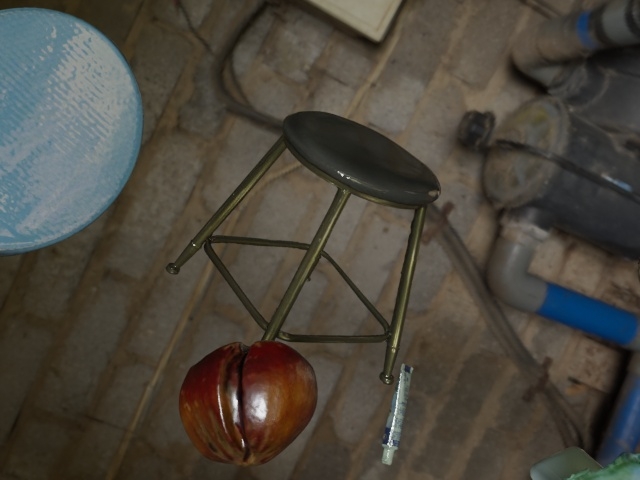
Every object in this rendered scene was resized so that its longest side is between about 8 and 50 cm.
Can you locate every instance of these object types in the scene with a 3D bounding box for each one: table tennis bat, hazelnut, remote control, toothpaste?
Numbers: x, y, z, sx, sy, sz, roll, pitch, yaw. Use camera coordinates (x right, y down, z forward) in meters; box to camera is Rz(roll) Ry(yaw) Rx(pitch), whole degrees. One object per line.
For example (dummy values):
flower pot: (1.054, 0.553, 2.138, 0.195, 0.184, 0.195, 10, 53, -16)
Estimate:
table tennis bat: (-0.306, -0.068, 0.792, 0.329, 0.215, 0.044, -49, 29, -9)
hazelnut: (-0.102, 0.227, 1.187, 0.204, 0.178, 0.177, -10, 46, 19)
remote control: (0.430, 0.400, 1.266, 0.293, 0.103, 0.051, -136, 30, -60)
toothpaste: (0.165, 0.374, 1.838, 0.037, 0.062, 0.216, 8, 77, 27)

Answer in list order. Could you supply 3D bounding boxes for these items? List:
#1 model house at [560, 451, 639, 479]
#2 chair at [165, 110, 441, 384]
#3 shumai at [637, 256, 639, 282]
model house: (0.358, 0.402, 0.904, 0.261, 0.226, 0.241, 37, 127, 41)
chair: (0.000, 0.000, 1.599, 0.364, 0.362, 0.410, 48, 122, 42)
shumai: (0.579, 0.028, 1.232, 0.209, 0.153, 0.161, -32, 53, 54)
